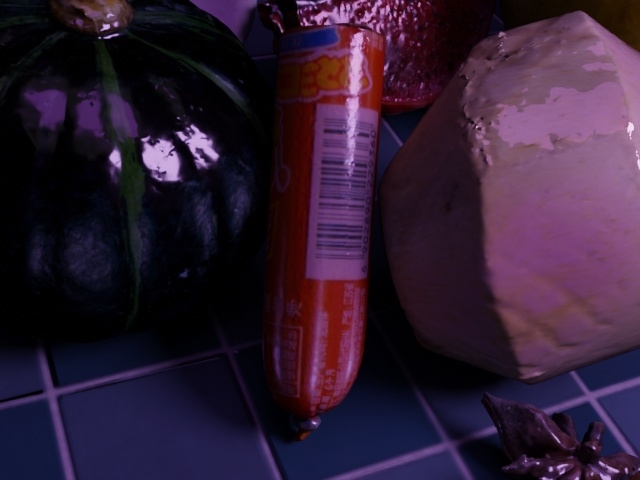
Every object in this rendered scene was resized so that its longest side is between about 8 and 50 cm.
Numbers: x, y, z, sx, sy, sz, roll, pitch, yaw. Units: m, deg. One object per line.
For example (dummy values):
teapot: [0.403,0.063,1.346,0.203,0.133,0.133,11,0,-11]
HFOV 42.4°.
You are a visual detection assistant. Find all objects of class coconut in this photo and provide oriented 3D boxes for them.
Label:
coconut: [0.165,-0.030,0.586,0.259,0.259,0.259,6,43,-5]

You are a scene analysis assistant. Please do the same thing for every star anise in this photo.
star anise: [0.158,0.146,0.546,0.129,0.056,0.124,39,39,23]

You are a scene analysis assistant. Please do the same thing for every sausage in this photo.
sausage: [0.000,0.000,0.548,0.074,0.274,0.074,3,4,0]

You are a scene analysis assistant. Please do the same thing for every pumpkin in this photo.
pumpkin: [-0.176,-0.079,0.589,0.315,0.239,0.315,9,40,-8]

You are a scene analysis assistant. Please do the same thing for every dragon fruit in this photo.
dragon fruit: [0.053,-0.213,0.848,0.261,0.163,0.189,-19,81,-27]

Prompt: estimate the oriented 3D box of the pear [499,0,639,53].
pear: [0.345,-0.257,0.813,0.351,0.352,0.413,17,54,6]

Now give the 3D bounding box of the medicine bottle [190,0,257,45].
medicine bottle: [-0.202,-0.316,0.850,0.212,0.212,0.325,-7,47,-18]
